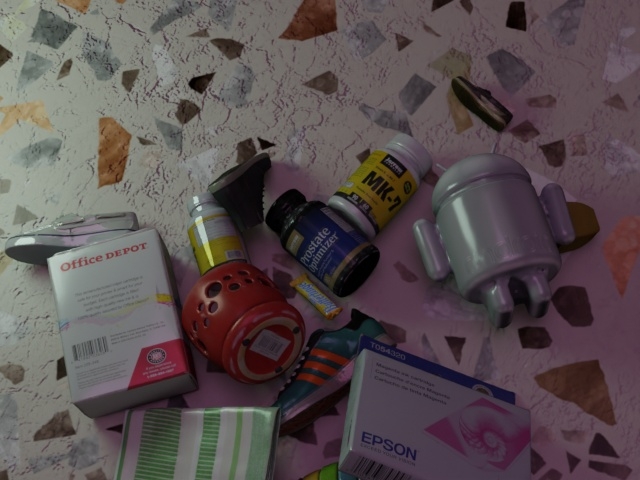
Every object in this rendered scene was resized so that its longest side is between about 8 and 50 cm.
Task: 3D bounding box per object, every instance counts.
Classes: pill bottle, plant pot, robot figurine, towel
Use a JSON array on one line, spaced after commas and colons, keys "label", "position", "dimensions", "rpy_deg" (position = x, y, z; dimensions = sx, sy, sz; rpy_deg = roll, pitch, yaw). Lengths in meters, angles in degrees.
[{"label": "pill bottle", "position": [0.000, 0.000, 2.017], "dimensions": [0.219, 0.123, 0.123], "rpy_deg": [40, 75, 19]}, {"label": "plant pot", "position": [-0.137, 0.161, 1.891], "dimensions": [0.191, 0.191, 0.174], "rpy_deg": [-36, 42, -11]}, {"label": "robot figurine", "position": [0.332, -0.018, 1.959], "dimensions": [0.299, 0.200, 0.354], "rpy_deg": [-15, 66, -3]}, {"label": "pill bottle", "position": [0.122, -0.109, 2.058], "dimensions": [0.119, 0.119, 0.208], "rpy_deg": [37, 74, 18]}, {"label": "towel", "position": [-0.231, 0.416, 1.833], "dimensions": [0.324, 0.038, 0.248], "rpy_deg": [-4, 66, 26]}, {"label": "plant pot", "position": [0.498, -0.028, 2.022], "dimensions": [0.083, 0.081, 0.082], "rpy_deg": [-7, 66, -13]}, {"label": "pill bottle", "position": [-0.205, 0.000, 2.041], "dimensions": [0.103, 0.103, 0.184], "rpy_deg": [-18, 66, -4]}]

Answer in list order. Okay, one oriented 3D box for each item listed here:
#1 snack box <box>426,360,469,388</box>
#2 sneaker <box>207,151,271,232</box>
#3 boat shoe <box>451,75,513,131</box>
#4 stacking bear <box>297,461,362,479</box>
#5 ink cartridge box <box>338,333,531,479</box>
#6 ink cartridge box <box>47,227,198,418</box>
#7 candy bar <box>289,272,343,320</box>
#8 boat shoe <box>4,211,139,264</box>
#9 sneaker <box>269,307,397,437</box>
[{"label": "snack box", "position": [0.259, 0.299, 1.899], "dimensions": [0.178, 0.022, 0.064], "rpy_deg": [35, 50, 8]}, {"label": "sneaker", "position": [-0.143, -0.095, 2.069], "dimensions": [0.083, 0.222, 0.118], "rpy_deg": [-24, 101, 29]}, {"label": "boat shoe", "position": [0.339, -0.293, 2.163], "dimensions": [0.049, 0.056, 0.152], "rpy_deg": [-40, 79, -18]}, {"label": "stacking bear", "position": [0.009, 0.465, 1.799], "dimensions": [0.288, 0.175, 0.164], "rpy_deg": [-14, 103, 9]}, {"label": "ink cartridge box", "position": [0.206, 0.308, 1.770], "dimensions": [0.324, 0.071, 0.330], "rpy_deg": [21, 39, -7]}, {"label": "ink cartridge box", "position": [-0.376, 0.158, 1.969], "dimensions": [0.226, 0.131, 0.306], "rpy_deg": [-15, 65, -2]}, {"label": "candy bar", "position": [-0.007, 0.109, 1.992], "dimensions": [0.040, 0.018, 0.161], "rpy_deg": [-33, 36, -13]}, {"label": "boat shoe", "position": [-0.498, -0.014, 2.073], "dimensions": [0.267, 0.096, 0.088], "rpy_deg": [-8, 62, -1]}, {"label": "sneaker", "position": [-0.005, 0.245, 1.925], "dimensions": [0.302, 0.108, 0.121], "rpy_deg": [-35, 68, -20]}]
